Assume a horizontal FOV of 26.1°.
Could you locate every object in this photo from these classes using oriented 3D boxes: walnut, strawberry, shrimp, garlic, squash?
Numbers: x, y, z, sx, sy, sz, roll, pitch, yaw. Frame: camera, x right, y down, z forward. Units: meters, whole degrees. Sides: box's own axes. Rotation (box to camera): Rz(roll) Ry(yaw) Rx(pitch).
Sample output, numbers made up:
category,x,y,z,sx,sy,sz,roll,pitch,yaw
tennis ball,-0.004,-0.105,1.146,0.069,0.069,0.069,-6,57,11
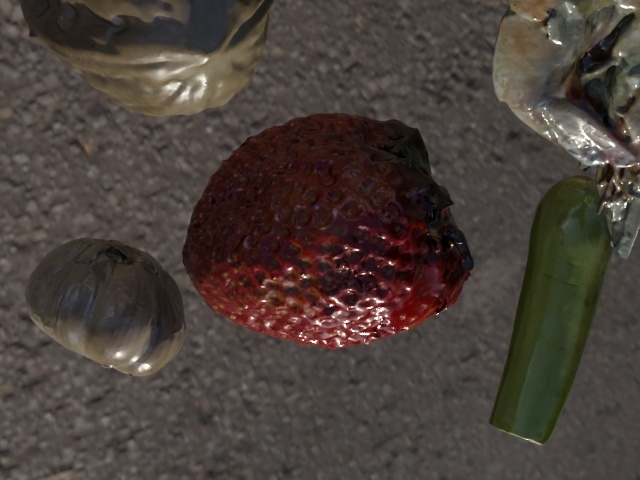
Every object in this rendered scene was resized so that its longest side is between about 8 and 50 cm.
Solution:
category,x,y,z,sx,sy,sz,roll,pitch,yaw
walnut,-0.112,-0.171,0.905,0.178,0.230,0.178,-14,127,-19
strawberry,0.000,0.000,1.465,0.288,0.250,0.238,-21,111,-5
shrimp,0.206,-0.107,1.017,0.164,0.062,0.316,-10,128,-5
garlic,-0.273,0.078,1.789,0.228,0.228,0.152,28,89,-39
squash,0.217,0.061,1.285,0.083,0.083,0.250,11,96,-32
